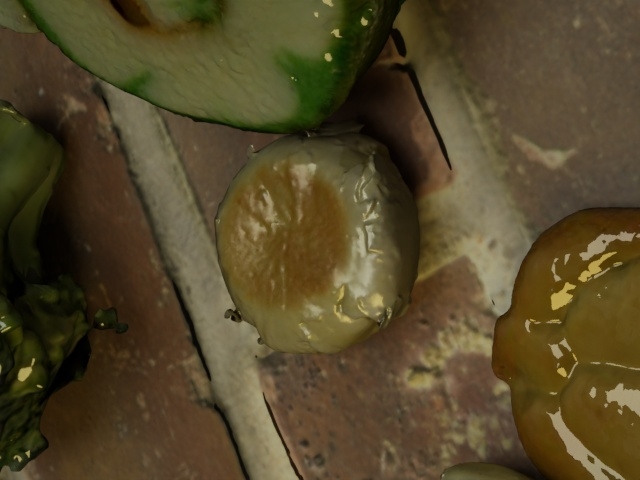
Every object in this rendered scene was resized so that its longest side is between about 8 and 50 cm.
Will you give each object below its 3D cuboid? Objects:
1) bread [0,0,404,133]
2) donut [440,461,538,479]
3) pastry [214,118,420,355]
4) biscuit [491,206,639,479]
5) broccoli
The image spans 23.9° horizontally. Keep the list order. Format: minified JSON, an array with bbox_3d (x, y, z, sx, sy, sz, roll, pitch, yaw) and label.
[{"bbox_3d":[-0.118,-0.227,0.972,0.382,0.129,0.366,-13,118,50],"label":"bread"},{"bbox_3d":[0.133,0.224,0.958,0.108,0.065,0.166,0,92,34],"label":"donut"},{"bbox_3d":[0.000,0.000,1.025,0.166,0.088,0.165,3,95,34],"label":"pastry"},{"bbox_3d":[0.218,0.079,0.907,0.260,0.041,0.203,7,96,36],"label":"biscuit"},{"bbox_3d":[-0.299,0.025,1.165,0.293,0.348,0.281,36,79,-12],"label":"broccoli"}]
